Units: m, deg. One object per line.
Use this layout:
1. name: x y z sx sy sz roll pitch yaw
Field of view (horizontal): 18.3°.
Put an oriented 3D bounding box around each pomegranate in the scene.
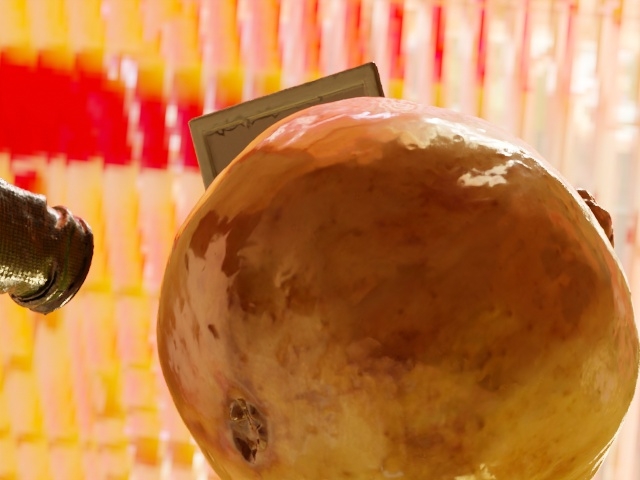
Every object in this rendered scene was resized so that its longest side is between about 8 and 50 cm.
1. pomegranate: 0.081 0.058 1.572 0.410 0.410 0.410 6 -90 -78

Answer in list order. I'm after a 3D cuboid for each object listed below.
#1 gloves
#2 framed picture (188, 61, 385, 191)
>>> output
1. gloves: -0.268 -0.029 1.243 0.107 0.268 0.135 -38 41 50
2. framed picture: 0.000 0.000 1.882 0.019 0.232 0.296 -13 -90 -54
